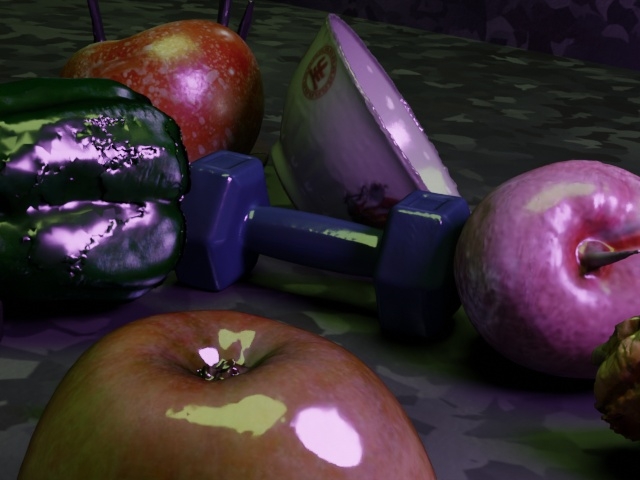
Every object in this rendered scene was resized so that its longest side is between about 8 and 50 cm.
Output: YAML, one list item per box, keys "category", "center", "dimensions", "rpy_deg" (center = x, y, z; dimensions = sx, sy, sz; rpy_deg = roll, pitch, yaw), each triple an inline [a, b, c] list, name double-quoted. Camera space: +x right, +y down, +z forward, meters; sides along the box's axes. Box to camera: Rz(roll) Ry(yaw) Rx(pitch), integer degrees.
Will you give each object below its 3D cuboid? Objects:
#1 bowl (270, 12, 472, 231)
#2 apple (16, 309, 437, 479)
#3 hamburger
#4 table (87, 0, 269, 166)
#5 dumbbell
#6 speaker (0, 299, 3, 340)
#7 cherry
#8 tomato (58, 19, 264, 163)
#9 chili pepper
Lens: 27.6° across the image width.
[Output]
- category: "bowl"
  center: [0.044, -0.092, 1.562]
  dimensions: [0.158, 0.337, 0.337]
  rpy_deg: [-32, 14, 12]
- category: "apple"
  center: [-0.051, 0.162, 0.754]
  dimensions: [0.257, 0.233, 0.257]
  rpy_deg: [2, 16, -1]
- category: "hamburger"
  center: [0.338, 0.116, 1.065]
  dimensions: [0.183, 0.206, 0.130]
  rpy_deg: [25, 33, -37]
- category: "table"
  center: [-0.197, -0.261, 1.939]
  dimensions: [0.317, 0.249, 0.317]
  rpy_deg: [5, 19, -2]
- category: "dumbbell"
  center: [0.000, 0.001, 1.389]
  dimensions: [0.316, 0.156, 0.143]
  rpy_deg: [12, -10, 19]
- category: "speaker"
  center: [-0.414, 0.072, 1.211]
  dimensions: [0.218, 0.044, 0.082]
  rpy_deg: [7, 18, 6]
- category: "cherry"
  center: [0.247, 0.031, 1.259]
  dimensions: [0.236, 0.212, 0.285]
  rpy_deg: [28, -8, -6]
- category: "tomato"
  center: [-0.202, -0.157, 1.677]
  dimensions: [0.270, 0.222, 0.270]
  rpy_deg: [-11, 0, 0]
- category: "chili pepper"
  center: [-0.278, -0.052, 1.319]
  dimensions: [0.257, 0.233, 0.249]
  rpy_deg: [-1, 8, -39]
